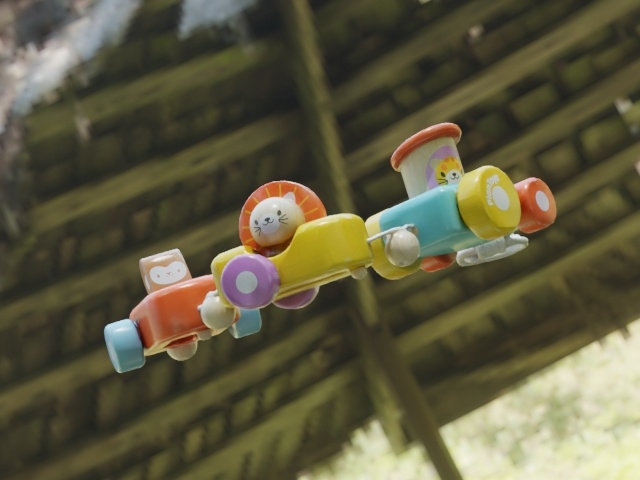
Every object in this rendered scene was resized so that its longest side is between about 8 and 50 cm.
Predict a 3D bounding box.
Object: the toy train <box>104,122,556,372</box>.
[{"bbox_3d":[0.000,0.000,0.708,0.166,0.046,0.125,-17,-7,-11],"label":"toy train"}]
